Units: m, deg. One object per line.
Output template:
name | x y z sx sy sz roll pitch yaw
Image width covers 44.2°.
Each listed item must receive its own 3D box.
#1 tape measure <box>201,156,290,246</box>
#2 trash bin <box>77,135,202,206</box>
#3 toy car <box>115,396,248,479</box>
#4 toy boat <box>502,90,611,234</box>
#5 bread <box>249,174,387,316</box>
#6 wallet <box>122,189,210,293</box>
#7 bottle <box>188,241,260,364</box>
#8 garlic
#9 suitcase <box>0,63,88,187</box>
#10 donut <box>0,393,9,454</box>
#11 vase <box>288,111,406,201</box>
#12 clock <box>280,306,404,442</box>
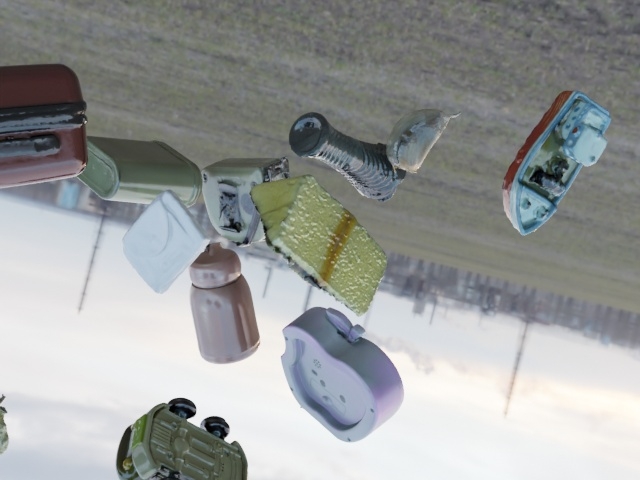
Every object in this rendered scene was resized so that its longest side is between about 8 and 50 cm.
tape measure | -0.179 -0.092 2.025 0.271 0.231 0.133 2 -158 39
trash bin | -0.450 -0.169 1.916 0.243 0.121 0.247 34 -158 34
toy car | -0.280 0.437 1.480 0.248 0.198 0.204 36 -150 -28
toy boat | 0.524 -0.163 1.754 0.145 0.331 0.133 26 -169 -28
bread | 0.000 0.000 1.349 0.266 0.142 0.178 46 177 -39
wallet | -0.271 0.005 1.345 0.124 0.183 0.032 51 -145 5
bottle | -0.270 0.164 2.142 0.173 0.296 0.206 -9 -159 2
garlic | 0.165 -0.187 1.382 0.084 0.152 0.066 28 -172 -34
suitcase | -0.484 -0.151 1.068 0.297 0.161 0.236 -12 -167 -34
donut | -0.746 0.425 1.398 0.308 0.150 0.371 -10 -159 9
vase | 0.045 -0.149 1.362 0.116 0.115 0.237 12 175 36
clock | 0.044 0.327 1.909 0.102 0.338 0.339 -32 -151 -35
